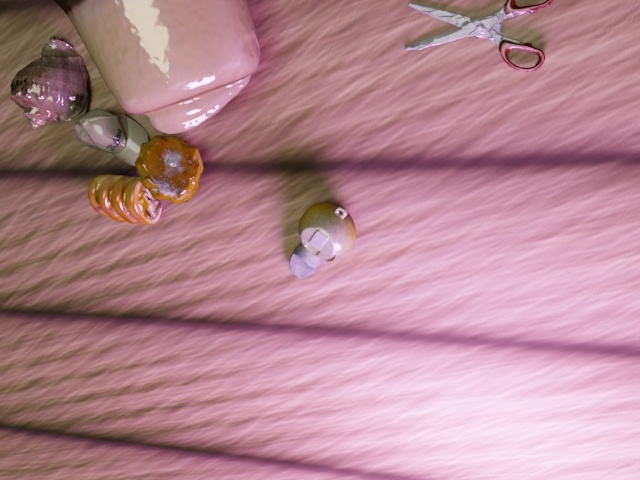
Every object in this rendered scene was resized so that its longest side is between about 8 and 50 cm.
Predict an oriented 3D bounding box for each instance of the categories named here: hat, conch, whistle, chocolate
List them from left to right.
[{"bbox_3d":[-0.588,-0.340,1.207,0.155,0.130,0.207,20,89,-26],"label":"conch"},{"bbox_3d":[-0.468,-0.224,1.209,0.166,0.081,0.122,37,116,-8],"label":"hat"},{"bbox_3d":[-0.247,-0.365,0.977,0.326,0.314,0.297,-18,107,41],"label":"chocolate"},{"bbox_3d":[0.000,0.000,1.138,0.123,0.123,0.223,38,134,2],"label":"whistle"}]

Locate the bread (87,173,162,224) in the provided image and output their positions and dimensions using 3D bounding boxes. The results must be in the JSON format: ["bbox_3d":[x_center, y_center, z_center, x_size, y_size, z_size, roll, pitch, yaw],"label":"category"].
[{"bbox_3d":[-0.435,-0.088,1.219,0.177,0.084,0.119,8,150,17],"label":"bread"}]

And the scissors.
[{"bbox_3d":[0.276,-0.379,0.974,0.247,0.017,0.144,7,108,15],"label":"scissors"}]

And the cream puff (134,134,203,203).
[{"bbox_3d":[-0.319,-0.147,1.170,0.146,0.116,0.146,2,82,-14],"label":"cream puff"}]
